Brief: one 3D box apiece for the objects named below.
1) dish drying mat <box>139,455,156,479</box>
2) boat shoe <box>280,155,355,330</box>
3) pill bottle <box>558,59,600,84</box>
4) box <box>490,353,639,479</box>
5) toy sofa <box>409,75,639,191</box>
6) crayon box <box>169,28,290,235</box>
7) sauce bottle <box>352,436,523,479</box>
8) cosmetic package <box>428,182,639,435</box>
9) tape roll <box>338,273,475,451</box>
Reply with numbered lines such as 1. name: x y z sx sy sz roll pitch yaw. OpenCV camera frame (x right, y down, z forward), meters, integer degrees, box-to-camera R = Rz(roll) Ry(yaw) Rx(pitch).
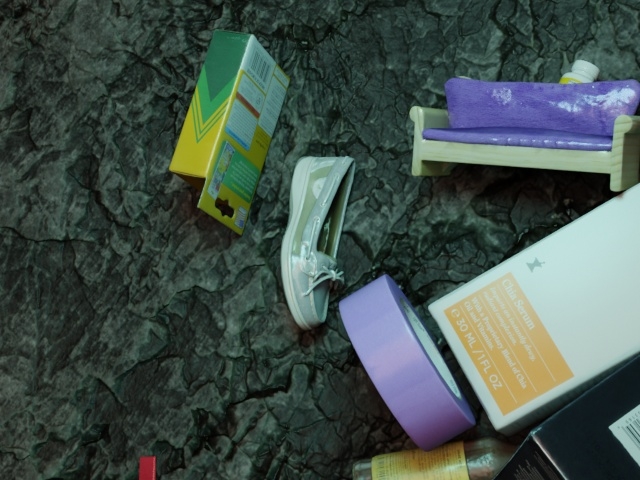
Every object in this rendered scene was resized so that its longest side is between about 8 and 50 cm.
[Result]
1. dish drying mat: -0.313 0.433 1.787 0.032 0.008 0.083 -6 73 16
2. boat shoe: 0.001 0.000 1.746 0.103 0.118 0.320 -2 68 22
3. pill bottle: 0.434 -0.248 1.698 0.065 0.065 0.116 26 84 22
4. box: 0.418 0.299 1.362 0.296 0.294 0.182 -30 69 -17
5. toy sofa: 0.337 -0.181 1.614 0.362 0.150 0.177 7 99 28
6. crayon box: -0.168 -0.192 1.800 0.083 0.203 0.323 12 80 21
7. sauce bottle: 0.227 0.374 1.573 0.344 0.111 0.111 -13 72 13
8. cosmetic package: 0.427 0.099 1.557 0.453 0.161 0.230 -32 69 7
9. tape roll: 0.137 0.192 1.562 0.090 0.275 0.275 -32 69 7
